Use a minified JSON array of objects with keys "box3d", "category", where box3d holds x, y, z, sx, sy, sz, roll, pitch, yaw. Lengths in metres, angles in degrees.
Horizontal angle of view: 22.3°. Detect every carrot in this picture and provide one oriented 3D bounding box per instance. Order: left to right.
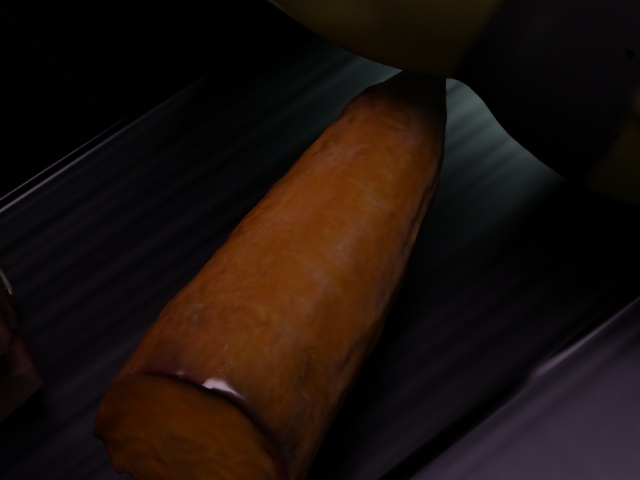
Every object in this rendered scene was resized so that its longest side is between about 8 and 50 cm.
[{"box3d":[0.000,0.000,0.564,0.072,0.072,0.205,14,51,20],"category":"carrot"}]

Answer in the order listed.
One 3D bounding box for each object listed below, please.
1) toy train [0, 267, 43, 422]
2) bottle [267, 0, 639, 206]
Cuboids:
[{"box3d":[-0.221,-0.061,0.551,0.150,0.221,0.304,-32,53,-4],"category":"toy train"},{"box3d":[0.032,-0.146,0.565,0.351,0.171,0.171,38,65,5],"category":"bottle"}]
